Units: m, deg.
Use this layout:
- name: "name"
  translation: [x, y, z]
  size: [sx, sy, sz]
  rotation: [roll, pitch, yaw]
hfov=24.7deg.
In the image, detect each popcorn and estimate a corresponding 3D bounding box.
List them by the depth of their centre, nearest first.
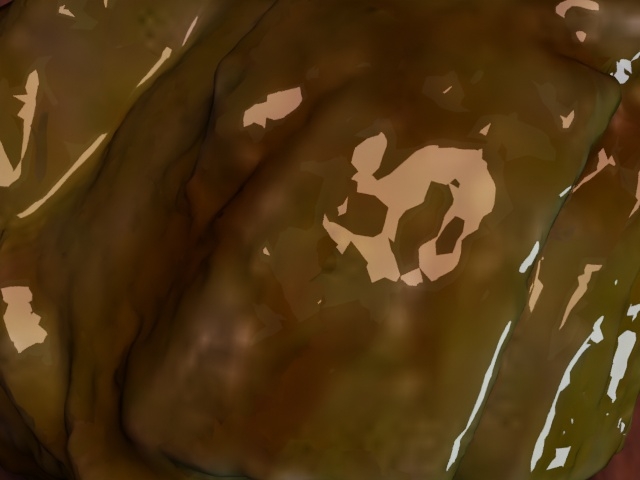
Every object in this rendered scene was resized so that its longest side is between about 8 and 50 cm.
- name: "popcorn"
  translation: [-0.003, -0.006, 0.486]
  size: [0.276, 0.276, 0.225]
  rotation: [5, 104, -9]
